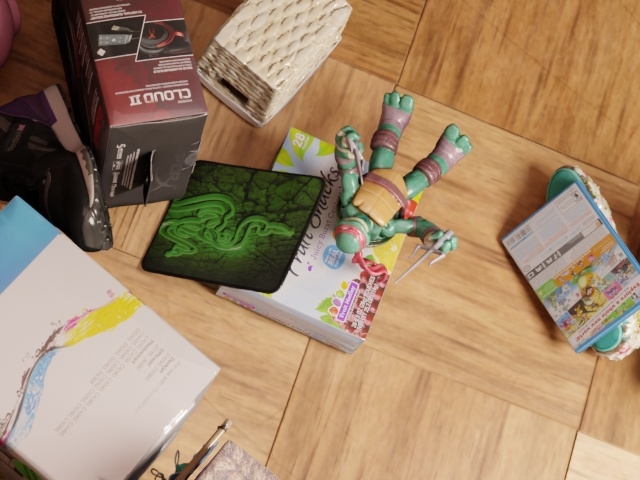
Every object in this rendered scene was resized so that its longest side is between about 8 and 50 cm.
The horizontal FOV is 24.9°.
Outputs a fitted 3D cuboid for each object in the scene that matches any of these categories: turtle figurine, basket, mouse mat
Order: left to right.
[{"bbox_3d":[-0.098,-0.018,1.610,0.189,0.007,0.153,8,63,31],"label":"mouse mat"},{"bbox_3d":[-0.054,-0.237,1.707,0.113,0.103,0.167,39,66,1],"label":"basket"},{"bbox_3d":[0.071,-0.056,1.592,0.175,0.118,0.234,44,49,-13],"label":"turtle figurine"}]

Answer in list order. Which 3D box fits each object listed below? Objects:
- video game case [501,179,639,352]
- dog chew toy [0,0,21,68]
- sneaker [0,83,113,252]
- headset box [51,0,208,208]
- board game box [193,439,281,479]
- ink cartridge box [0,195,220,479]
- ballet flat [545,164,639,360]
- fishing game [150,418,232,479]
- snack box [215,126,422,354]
[{"bbox_3d":[0.300,0.030,1.691,0.119,0.015,0.166,-40,66,20],"label":"video game case"},{"bbox_3d":[-0.481,-0.209,1.547,0.331,0.206,0.207,-19,76,-27],"label":"dog chew toy"},{"bbox_3d":[-0.303,-0.060,1.537,0.124,0.107,0.283,-17,34,-13],"label":"sneaker"},{"bbox_3d":[-0.211,-0.184,1.582,0.110,0.218,0.293,-10,71,-16],"label":"headset box"},{"bbox_3d":[-0.126,0.347,1.378,0.141,0.291,0.232,39,66,2],"label":"board game box"},{"bbox_3d":[-0.274,0.137,1.467,0.270,0.198,0.197,39,67,3],"label":"ink cartridge box"},{"bbox_3d":[0.330,0.027,1.732,0.077,0.091,0.241,1,72,-46],"label":"ballet flat"},{"bbox_3d":[-0.172,0.260,1.413,0.041,0.264,0.189,41,65,2],"label":"fishing game"},{"bbox_3d":[0.000,0.000,1.654,0.174,0.070,0.207,25,65,-4],"label":"snack box"}]
